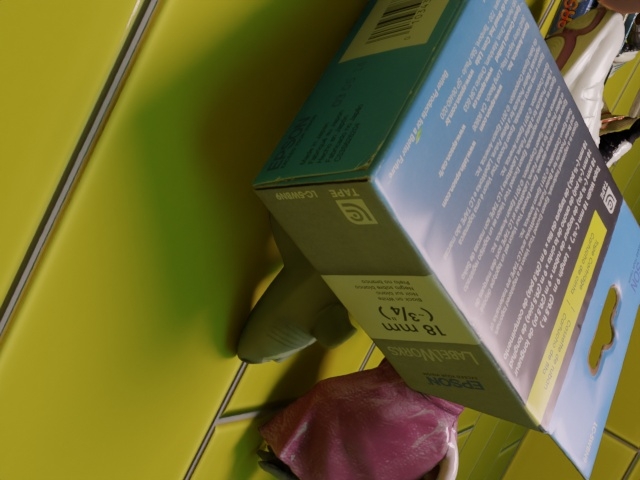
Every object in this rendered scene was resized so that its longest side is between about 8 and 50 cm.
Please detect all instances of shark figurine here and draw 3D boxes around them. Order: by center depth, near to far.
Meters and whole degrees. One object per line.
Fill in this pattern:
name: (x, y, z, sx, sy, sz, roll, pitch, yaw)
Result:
shark figurine: (0.019, -0.018, 0.741, 0.278, 0.116, 0.166, -48, -171, -9)

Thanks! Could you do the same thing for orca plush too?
orca plush: (0.349, -0.096, 1.323, 0.287, 0.151, 0.102, -37, 116, 4)

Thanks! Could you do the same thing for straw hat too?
straw hat: (0.398, -0.191, 1.364, 0.144, 0.144, 0.061, 0, 75, -65)

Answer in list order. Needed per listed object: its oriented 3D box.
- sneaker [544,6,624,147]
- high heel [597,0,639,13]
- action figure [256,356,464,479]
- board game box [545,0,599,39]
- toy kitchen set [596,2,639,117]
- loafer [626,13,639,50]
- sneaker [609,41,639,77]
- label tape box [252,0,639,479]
sneaker: (0.276, -0.120, 1.068, 0.305, 0.152, 0.114, -63, -163, 19)
high heel: (0.241, -0.349, 0.858, 0.377, 0.127, 0.181, 11, 73, -59)
action figure: (0.111, 0.136, 0.915, 0.370, 0.276, 0.248, -51, 154, 14)
board game box: (0.342, -0.305, 1.149, 0.136, 0.035, 0.201, -19, 134, -58)
toy kitchen set: (0.418, -0.254, 1.104, 0.122, 0.166, 0.207, -25, 139, -54)
loafer: (0.548, -0.385, 1.460, 0.170, 0.062, 0.061, -59, 153, -8)
sneaker: (0.401, -0.248, 1.286, 0.075, 0.057, 0.161, -66, 174, 19)
label tape box: (0.123, -0.012, 0.693, 0.334, 0.105, 0.241, 52, 51, -32)
